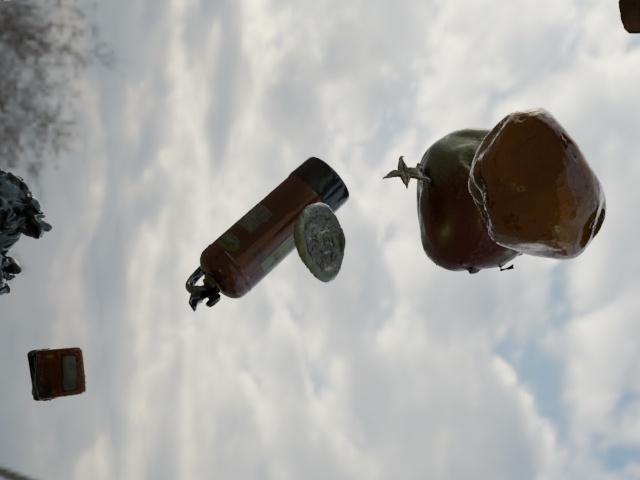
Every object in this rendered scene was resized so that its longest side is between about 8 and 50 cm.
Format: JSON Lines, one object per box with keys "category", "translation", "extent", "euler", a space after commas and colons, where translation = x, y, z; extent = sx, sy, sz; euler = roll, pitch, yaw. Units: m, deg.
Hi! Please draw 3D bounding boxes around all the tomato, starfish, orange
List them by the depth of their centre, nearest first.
{"category": "orange", "translation": [0.328, -0.070, 1.870], "extent": [0.249, 0.183, 0.249], "euler": [54, 10, -14]}
{"category": "starfish", "translation": [0.147, -0.121, 2.170], "extent": [0.092, 0.086, 0.016], "euler": [-103, -159, -46]}
{"category": "tomato", "translation": [0.308, -0.087, 2.387], "extent": [0.239, 0.303, 0.303], "euler": [68, -10, -26]}

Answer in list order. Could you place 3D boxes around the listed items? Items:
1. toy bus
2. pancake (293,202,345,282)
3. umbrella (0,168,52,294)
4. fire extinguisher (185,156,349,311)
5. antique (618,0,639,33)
{"category": "toy bus", "translation": [-0.470, 0.237, 2.179], "extent": [0.409, 0.092, 0.093], "euler": [156, -72, -76]}
{"category": "pancake", "translation": [0.000, -0.001, 1.559], "extent": [0.017, 0.108, 0.108], "euler": [-9, -102, 33]}
{"category": "umbrella", "translation": [-0.477, 0.010, 1.698], "extent": [0.349, 0.143, 0.094], "euler": [-41, -169, 52]}
{"category": "fire extinguisher", "translation": [-0.119, 0.011, 2.278], "extent": [0.113, 0.376, 0.200], "euler": [46, -19, 4]}
{"category": "antique", "translation": [0.554, -0.378, 1.755], "extent": [0.087, 0.310, 0.093], "euler": [8, -63, 55]}
